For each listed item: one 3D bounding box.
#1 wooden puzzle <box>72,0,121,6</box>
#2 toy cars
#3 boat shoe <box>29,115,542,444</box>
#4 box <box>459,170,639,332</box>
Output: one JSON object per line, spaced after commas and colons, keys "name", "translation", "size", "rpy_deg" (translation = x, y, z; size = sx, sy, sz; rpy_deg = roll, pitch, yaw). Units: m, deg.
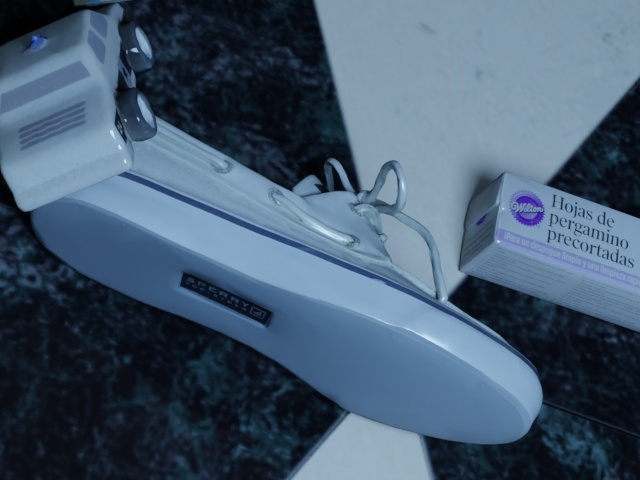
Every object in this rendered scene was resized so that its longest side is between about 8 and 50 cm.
{"name": "wooden puzzle", "translation": [-0.163, -0.195, 1.348], "size": [0.083, 0.006, 0.049], "rpy_deg": [-12, 74, -26]}
{"name": "toy cars", "translation": [-0.227, -0.039, 1.153], "size": [0.394, 0.176, 0.087], "rpy_deg": [-51, 129, -31]}
{"name": "boat shoe", "translation": [-0.004, 0.004, 1.269], "size": [0.367, 0.136, 0.156], "rpy_deg": [24, 58, 0]}
{"name": "box", "translation": [0.265, 0.035, 1.392], "size": [0.324, 0.067, 0.063], "rpy_deg": [18, 62, -13]}
